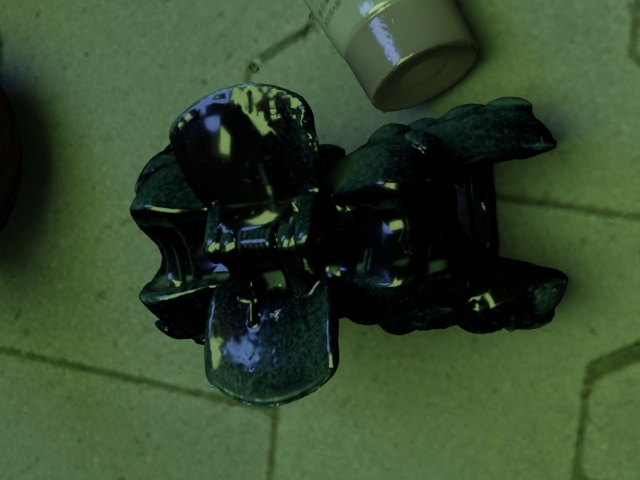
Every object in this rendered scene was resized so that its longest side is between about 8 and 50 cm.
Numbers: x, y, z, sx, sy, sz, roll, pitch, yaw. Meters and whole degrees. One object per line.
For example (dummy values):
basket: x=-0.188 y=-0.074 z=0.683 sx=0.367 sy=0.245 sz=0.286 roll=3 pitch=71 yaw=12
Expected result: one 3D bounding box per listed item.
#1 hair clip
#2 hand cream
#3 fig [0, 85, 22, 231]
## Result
hair clip: x=0.000 y=0.000 z=0.909 sx=0.310 sy=0.206 sz=0.194 roll=-6 pitch=90 yaw=27
hand cream: x=0.022 y=-0.213 z=0.960 sx=0.133 sy=0.083 sz=0.248 roll=-37 pitch=69 yaw=22
fig: x=-0.334 y=-0.002 z=1.028 sx=0.217 sy=0.217 sz=0.320 roll=-29 pitch=48 yaw=25
